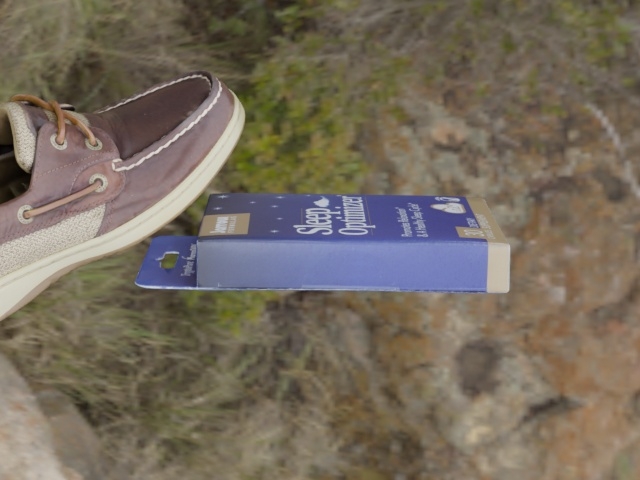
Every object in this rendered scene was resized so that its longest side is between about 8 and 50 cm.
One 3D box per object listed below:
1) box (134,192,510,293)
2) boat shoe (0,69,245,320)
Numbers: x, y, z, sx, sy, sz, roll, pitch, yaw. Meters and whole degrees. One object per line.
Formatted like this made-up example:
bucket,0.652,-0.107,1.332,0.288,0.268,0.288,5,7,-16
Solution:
box,0.000,0.000,0.988,0.225,0.136,0.036,-1,104,-1
boat shoe,-0.208,-0.052,1.187,0.342,0.123,0.123,-34,126,-21
